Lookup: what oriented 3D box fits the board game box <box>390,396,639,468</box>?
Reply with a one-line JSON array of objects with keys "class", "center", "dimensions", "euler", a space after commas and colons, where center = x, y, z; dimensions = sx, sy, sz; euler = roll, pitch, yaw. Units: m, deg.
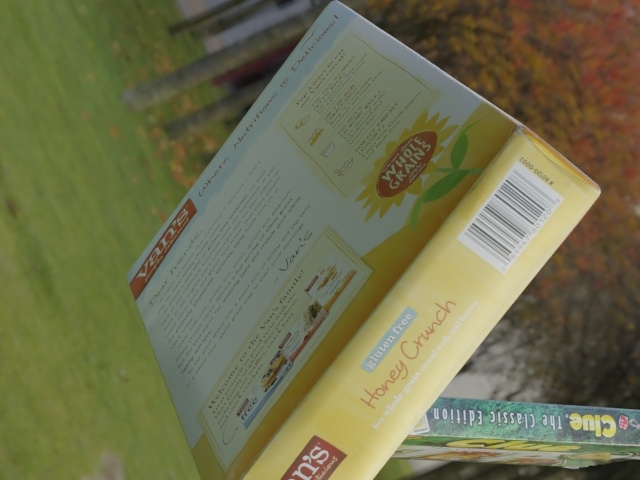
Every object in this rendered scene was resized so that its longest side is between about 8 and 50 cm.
[{"class": "board game box", "center": [0.108, 0.128, 0.968], "dimensions": [0.136, 0.260, 0.030], "euler": [-29, -121, 57]}]

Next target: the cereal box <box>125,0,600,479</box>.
[{"class": "cereal box", "center": [0.000, 0.000, 0.605], "dimensions": [0.047, 0.173, 0.240], "euler": [35, 8, -23]}]
